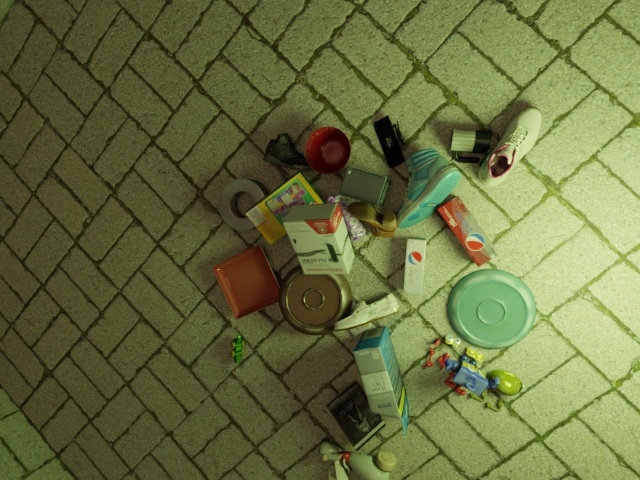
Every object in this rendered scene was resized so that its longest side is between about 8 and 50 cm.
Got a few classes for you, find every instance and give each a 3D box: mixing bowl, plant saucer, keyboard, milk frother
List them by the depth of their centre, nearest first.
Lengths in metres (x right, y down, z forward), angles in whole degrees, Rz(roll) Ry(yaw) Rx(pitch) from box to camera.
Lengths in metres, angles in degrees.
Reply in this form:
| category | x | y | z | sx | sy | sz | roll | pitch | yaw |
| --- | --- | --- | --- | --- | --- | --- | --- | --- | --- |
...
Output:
| category | x | y | z | sx | sy | sz | roll | pitch | yaw |
| --- | --- | --- | --- | --- | --- | --- | --- | --- | --- |
| milk frother | 0.533 | -0.331 | 1.503 | 0.135 | 0.143 | 0.129 | 7 | 106 | 13 |
| plant saucer | 0.644 | 0.266 | 1.598 | 0.318 | 0.044 | 0.317 | 2 | 97 | 16 |
| keyboard | 0.281 | -0.384 | 1.631 | 0.100 | 0.038 | 0.191 | -19 | 93 | 40 |
| mixing bowl | 0.040 | -0.350 | 1.659 | 0.182 | 0.098 | 0.181 | 2 | 98 | 15 |
| plant saucer | -0.026 | 0.241 | 1.746 | 0.311 | 0.050 | 0.310 | 0 | 88 | 8 |
| plant saucer | -0.309 | 0.181 | 1.847 | 0.259 | 0.048 | 0.258 | -25 | 89 | 17 |

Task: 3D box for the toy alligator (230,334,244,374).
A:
| category | x | y | z | sx | sy | sz | roll | pitch | yaw |
| --- | --- | --- | --- | --- | --- | --- | --- | --- | --- |
| toy alligator | -0.379 | 0.508 | 1.908 | 0.051 | 0.056 | 0.189 | 18 | 107 | 56 |

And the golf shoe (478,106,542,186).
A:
| category | x | y | z | sx | sy | sz | roll | pitch | yaw |
| --- | --- | --- | --- | --- | --- | --- | --- | --- | --- |
| golf shoe | 0.671 | -0.324 | 1.469 | 0.115 | 0.140 | 0.306 | 32 | 102 | 11 |

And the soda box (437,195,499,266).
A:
| category | x | y | z | sx | sy | sz | roll | pitch | yaw |
| --- | --- | --- | --- | --- | --- | --- | --- | --- | --- |
| soda box | 0.543 | -0.036 | 1.567 | 0.092 | 0.083 | 0.263 | -35 | 86 | 16 |

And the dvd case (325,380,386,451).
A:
| category | x | y | z | sx | sy | sz | roll | pitch | yaw |
| --- | --- | --- | --- | --- | --- | --- | --- | --- | --- |
| dvd case | 0.148 | 0.726 | 1.756 | 0.165 | 0.018 | 0.221 | -33 | 86 | -21 |

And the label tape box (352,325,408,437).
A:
| category | x | y | z | sx | sy | sz | roll | pitch | yaw |
| --- | --- | --- | --- | --- | --- | --- | --- | --- | --- |
| label tape box | 0.243 | 0.539 | 1.633 | 0.115 | 0.249 | 0.347 | -14 | 93 | 16 |

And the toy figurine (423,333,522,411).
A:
| category | x | y | z | sx | sy | sz | roll | pitch | yaw |
| --- | --- | --- | --- | --- | --- | --- | --- | --- | --- |
| toy figurine | 0.561 | 0.530 | 1.562 | 0.363 | 0.217 | 0.191 | 31 | 104 | 10 |

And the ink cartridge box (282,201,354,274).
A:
| category | x | y | z | sx | sy | sz | roll | pitch | yaw |
| --- | --- | --- | --- | --- | --- | --- | --- | --- | --- |
| ink cartridge box | 0.000 | 0.000 | 1.629 | 0.197 | 0.114 | 0.272 | -2 | 130 | 23 |

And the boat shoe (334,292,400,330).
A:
| category | x | y | z | sx | sy | sz | roll | pitch | yaw |
| --- | --- | --- | --- | --- | --- | --- | --- | --- | --- |
| boat shoe | 0.176 | 0.287 | 1.701 | 0.277 | 0.098 | 0.096 | -20 | 76 | 0 |

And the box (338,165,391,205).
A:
| category | x | y | z | sx | sy | sz | roll | pitch | yaw |
| --- | --- | --- | --- | --- | --- | --- | --- | --- | --- |
| box | 0.170 | -0.201 | 1.584 | 0.153 | 0.207 | 0.108 | 19 | 99 | 13 |

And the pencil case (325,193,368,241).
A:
| category | x | y | z | sx | sy | sz | roll | pitch | yaw |
| --- | --- | --- | --- | --- | --- | --- | --- | --- | --- |
| pencil case | 0.100 | -0.088 | 1.680 | 0.086 | 0.088 | 0.206 | -35 | 85 | 30 |

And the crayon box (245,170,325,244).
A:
| category | x | y | z | sx | sy | sz | roll | pitch | yaw |
| --- | --- | --- | --- | --- | --- | --- | --- | --- | --- |
| crayon box | -0.141 | -0.131 | 1.698 | 0.279 | 0.081 | 0.165 | -36 | 105 | 6 |

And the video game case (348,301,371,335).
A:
| category | x | y | z | sx | sy | sz | roll | pitch | yaw |
| --- | --- | --- | --- | --- | --- | --- | --- | --- | --- |
| video game case | 0.141 | 0.326 | 1.760 | 0.087 | 0.011 | 0.122 | -36 | 86 | 17 |

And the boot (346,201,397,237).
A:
| category | x | y | z | sx | sy | sz | roll | pitch | yaw |
| --- | --- | --- | --- | --- | --- | --- | --- | --- | --- |
| boot | 0.197 | -0.071 | 1.629 | 0.197 | 0.152 | 0.072 | 21 | 70 | 17 |

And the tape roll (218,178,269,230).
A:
| category | x | y | z | sx | sy | sz | roll | pitch | yaw |
| --- | --- | --- | --- | --- | --- | --- | --- | --- | --- |
| tape roll | -0.319 | -0.152 | 1.796 | 0.219 | 0.072 | 0.219 | 2 | 98 | 16 |

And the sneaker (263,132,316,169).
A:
| category | x | y | z | sx | sy | sz | roll | pitch | yaw |
| --- | --- | --- | --- | --- | --- | --- | --- | --- | --- |
| sneaker | -0.116 | -0.357 | 1.707 | 0.228 | 0.087 | 0.130 | 20 | 108 | 18 |

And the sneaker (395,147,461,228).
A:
| category | x | y | z | sx | sy | sz | roll | pitch | yaw |
| --- | --- | --- | --- | --- | --- | --- | --- | --- | --- |
| sneaker | 0.361 | -0.207 | 1.591 | 0.319 | 0.127 | 0.208 | -50 | 54 | 35 |

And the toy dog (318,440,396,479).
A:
| category | x | y | z | sx | sy | sz | roll | pitch | yaw |
| --- | --- | --- | --- | --- | --- | --- | --- | --- | --- |
| toy dog | 0.148 | 0.957 | 1.756 | 0.334 | 0.161 | 0.220 | -7 | 94 | 16 |

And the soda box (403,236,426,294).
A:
| category | x | y | z | sx | sy | sz | roll | pitch | yaw |
| --- | --- | --- | --- | --- | --- | --- | --- | --- | --- |
| soda box | 0.366 | 0.098 | 1.640 | 0.074 | 0.069 | 0.215 | 5 | 99 | 14 |
